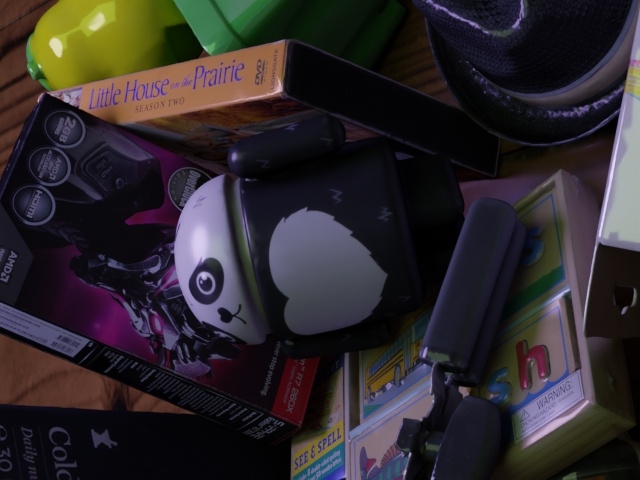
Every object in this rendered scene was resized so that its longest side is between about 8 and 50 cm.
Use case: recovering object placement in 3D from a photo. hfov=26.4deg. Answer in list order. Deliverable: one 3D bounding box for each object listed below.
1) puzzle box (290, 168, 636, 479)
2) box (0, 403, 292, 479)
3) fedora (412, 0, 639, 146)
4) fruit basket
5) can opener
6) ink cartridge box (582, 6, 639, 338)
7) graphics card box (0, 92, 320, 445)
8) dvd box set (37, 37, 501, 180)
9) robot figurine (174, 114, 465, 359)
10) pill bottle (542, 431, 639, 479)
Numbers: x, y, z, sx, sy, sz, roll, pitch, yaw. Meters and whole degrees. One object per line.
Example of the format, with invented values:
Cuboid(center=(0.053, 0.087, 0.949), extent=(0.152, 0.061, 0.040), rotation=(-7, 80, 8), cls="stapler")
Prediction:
Cuboid(center=(0.113, 0.143, 1.290), extent=(0.409, 0.052, 0.272), rotation=(-40, 33, 35), cls="puzzle box")
Cuboid(center=(-0.184, 0.441, 1.369), extent=(0.297, 0.472, 0.480), rotation=(-36, 58, 36), cls="box")
Cuboid(center=(0.173, -0.254, 1.251), extent=(0.334, 0.152, 0.334), rotation=(-11, 74, 46), cls="fedora")
Cuboid(center=(-0.142, -0.267, 1.583), extent=(0.392, 0.283, 0.392), rotation=(-14, 65, 32), cls="fruit basket")
Cuboid(center=(0.132, 0.100, 1.185), extent=(0.093, 0.074, 0.280), rotation=(8, 69, 25), cls="can opener")
Cuboid(center=(0.323, -0.082, 1.102), extent=(0.119, 0.207, 0.353), rotation=(12, 92, 29), cls="ink cartridge box")
Cuboid(center=(-0.163, 0.033, 1.397), extent=(0.094, 0.371, 0.233), rotation=(-40, 29, 58), cls="graphics card box")
Cuboid(center=(-0.066, -0.114, 1.460), extent=(0.420, 0.307, 0.062), rotation=(-3, 75, 46), cls="dvd box set")
Cuboid(center=(0.001, 0.003, 1.292), extent=(0.278, 0.173, 0.209), rotation=(-12, 83, 4), cls="robot figurine")
Cuboid(center=(0.246, 0.260, 1.190), extent=(0.130, 0.130, 0.246), rotation=(-28, 63, 41), cls="pill bottle")
